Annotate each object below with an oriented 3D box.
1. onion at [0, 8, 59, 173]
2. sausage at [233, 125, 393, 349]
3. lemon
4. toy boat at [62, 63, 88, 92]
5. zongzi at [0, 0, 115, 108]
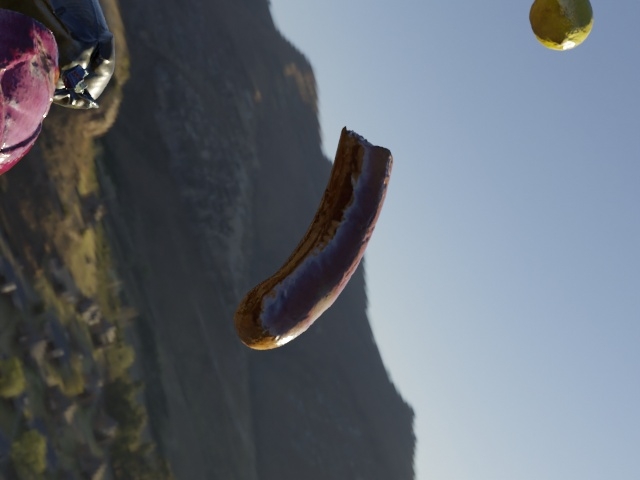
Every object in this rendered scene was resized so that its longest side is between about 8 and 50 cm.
[{"bbox_3d":[-0.428,-0.169,1.339,0.111,0.247,0.250,51,7,25],"label":"onion"},{"bbox_3d":[0.003,0.004,1.231,0.103,0.302,0.076,37,-18,-26],"label":"sausage"},{"bbox_3d":[0.415,-0.387,1.795,0.109,0.109,0.133,75,13,-47],"label":"lemon"},{"bbox_3d":[-0.342,-0.224,1.457,0.083,0.038,0.038,-107,180,-70],"label":"toy boat"},{"bbox_3d":[-0.425,-0.364,1.832,0.403,0.208,0.432,44,15,23],"label":"zongzi"}]
